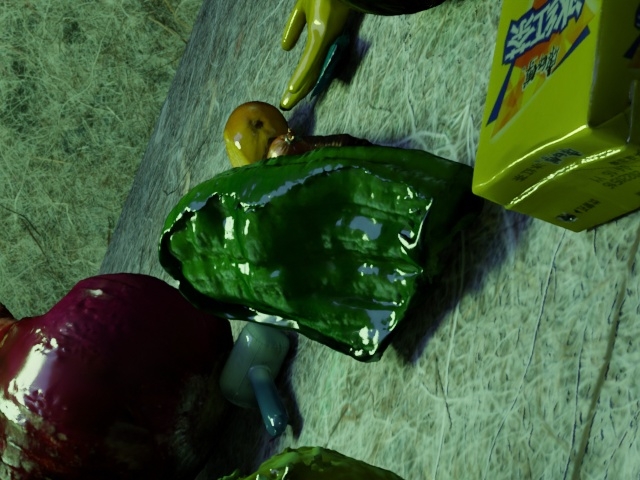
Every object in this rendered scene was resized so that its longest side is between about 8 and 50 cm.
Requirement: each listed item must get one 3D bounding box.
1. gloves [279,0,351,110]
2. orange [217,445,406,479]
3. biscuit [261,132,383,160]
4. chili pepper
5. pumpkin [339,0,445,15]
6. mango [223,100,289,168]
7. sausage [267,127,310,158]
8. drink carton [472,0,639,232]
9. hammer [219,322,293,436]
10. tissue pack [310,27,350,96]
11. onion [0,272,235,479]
[{"bbox_3d":[-0.006,-0.332,1.606,0.133,0.116,0.294,-28,-40,-73],"label":"gloves"},{"bbox_3d":[-0.021,0.311,0.805,0.301,0.223,0.300,-134,60,-70],"label":"orange"},{"bbox_3d":[-0.008,-0.079,1.404,0.388,0.073,0.107,-166,94,-73],"label":"biscuit"},{"bbox_3d":[0.008,-0.002,1.097,0.385,0.213,0.167,-3,33,44],"label":"chili pepper"},{"bbox_3d":[0.104,-0.407,1.221,0.320,0.192,0.320,-162,90,-74],"label":"pumpkin"},{"bbox_3d":[-0.096,-0.150,1.686,0.217,0.102,0.141,177,69,-81],"label":"mango"},{"bbox_3d":[-0.053,-0.007,1.306,0.348,0.053,0.053,102,173,-48],"label":"sausage"},{"bbox_3d":[0.218,-0.197,0.800,0.154,0.111,0.351,-32,42,63],"label":"drink carton"},{"bbox_3d":[-0.071,0.187,1.330,0.116,0.069,0.194,-64,24,16],"label":"hammer"},{"bbox_3d":[0.020,-0.260,1.553,0.085,0.028,0.138,-65,-3,23],"label":"tissue pack"},{"bbox_3d":[-0.345,0.207,1.453,0.398,0.420,0.398,21,-90,-79],"label":"onion"}]
